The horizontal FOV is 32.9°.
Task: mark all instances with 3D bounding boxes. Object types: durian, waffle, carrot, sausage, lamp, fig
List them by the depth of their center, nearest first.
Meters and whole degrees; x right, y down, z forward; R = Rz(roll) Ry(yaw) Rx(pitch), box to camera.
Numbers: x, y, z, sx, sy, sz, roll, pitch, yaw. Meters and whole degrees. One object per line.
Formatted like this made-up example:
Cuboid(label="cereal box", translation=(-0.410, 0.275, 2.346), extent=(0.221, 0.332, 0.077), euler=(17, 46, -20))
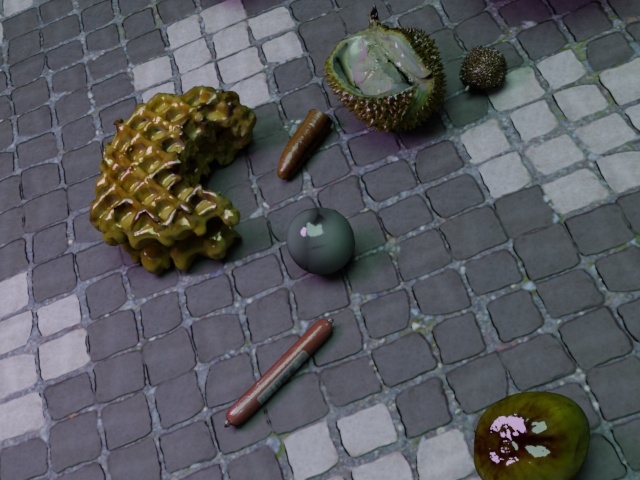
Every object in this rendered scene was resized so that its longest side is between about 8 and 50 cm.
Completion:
Cuboid(label="fig", translation=(0.261, 0.250, 1.334), extent=(0.153, 0.121, 0.136), euler=(-26, 53, -1))
Cuboid(label="sausage", translation=(-0.058, 0.190, 1.563), extent=(0.223, 0.029, 0.029), euler=(-44, 51, -16))
Cuboid(label="lamp", translation=(0.000, 0.000, 1.644), extent=(0.105, 0.105, 0.105), euler=(-10, 50, 13))
Cuboid(label="durian", translation=(0.268, -0.279, 1.794), extent=(0.080, 0.080, 0.091), euler=(31, 85, 36))
Cuboid(label="waffle", translation=(-0.235, -0.108, 1.795), extent=(0.261, 0.151, 0.324), euler=(-4, 51, 14))
Cuboid(label="durian", translation=(0.112, -0.270, 1.797), extent=(0.193, 0.138, 0.237), euler=(-14, 52, 14))
Cuboid(label="carrot", translation=(-0.034, -0.160, 1.823), extent=(0.048, 0.048, 0.139), euler=(19, 62, 32))
